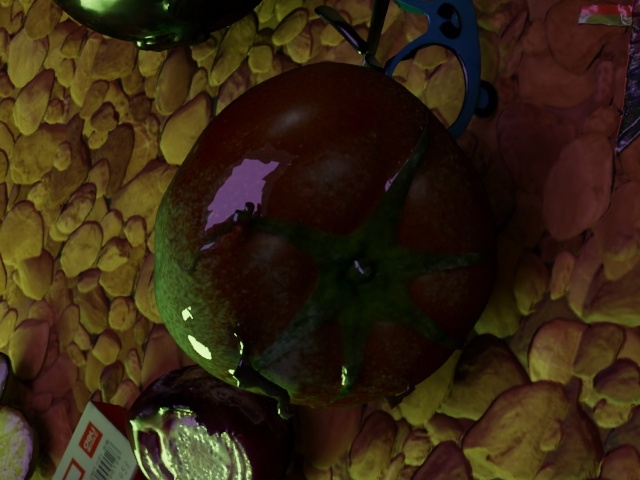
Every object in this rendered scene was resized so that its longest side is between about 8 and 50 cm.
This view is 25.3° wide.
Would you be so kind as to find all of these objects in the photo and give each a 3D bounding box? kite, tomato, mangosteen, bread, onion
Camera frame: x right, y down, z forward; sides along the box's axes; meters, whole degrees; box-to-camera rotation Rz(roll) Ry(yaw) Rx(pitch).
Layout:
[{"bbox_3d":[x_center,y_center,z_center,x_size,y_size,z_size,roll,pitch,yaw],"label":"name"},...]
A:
[{"bbox_3d":[0.296,-0.188,1.234,0.183,0.014,0.241,9,86,44],"label":"kite"},{"bbox_3d":[0.000,0.000,1.269,0.303,0.303,0.239,-65,22,8],"label":"tomato"},{"bbox_3d":[-0.174,-0.355,1.512,0.311,0.311,0.311,-13,70,40],"label":"mangosteen"},{"bbox_3d":[-0.387,0.229,1.718,0.149,0.065,0.188,0,75,32],"label":"bread"},{"bbox_3d":[-0.098,0.210,1.424,0.173,0.135,0.198,10,125,27],"label":"onion"}]

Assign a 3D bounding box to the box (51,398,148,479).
[{"bbox_3d":[-0.254,0.304,1.578,0.123,0.050,0.229,33,102,44],"label":"box"}]

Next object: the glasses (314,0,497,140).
[{"bbox_3d":[0.052,-0.183,1.385,0.207,0.102,0.239,-20,73,39],"label":"glasses"}]
